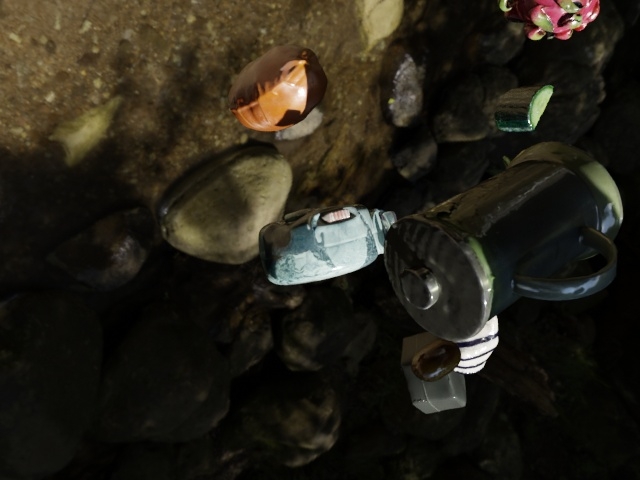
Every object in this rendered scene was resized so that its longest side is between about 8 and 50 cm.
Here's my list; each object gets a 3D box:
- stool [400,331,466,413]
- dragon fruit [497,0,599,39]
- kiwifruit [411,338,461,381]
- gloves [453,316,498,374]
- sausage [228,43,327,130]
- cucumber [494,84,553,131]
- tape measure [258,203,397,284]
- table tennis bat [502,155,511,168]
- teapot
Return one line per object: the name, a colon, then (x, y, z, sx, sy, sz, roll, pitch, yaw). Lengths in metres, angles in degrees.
stool: (0.327, 0.379, 1.558, 0.141, 0.232, 0.232, -19, 164, 22)
dragon fruit: (0.552, -0.610, 1.320, 0.219, 0.272, 0.198, -63, 171, 19)
kiwifruit: (0.248, 0.254, 1.145, 0.124, 0.075, 0.075, -17, 136, -33)
gloves: (0.377, 0.221, 1.330, 0.131, 0.139, 0.219, -89, 180, -54)
sausage: (-0.079, -0.250, 0.914, 0.133, 0.258, 0.133, -3, 97, -27)
cucumber: (0.486, -0.326, 1.296, 0.062, 0.115, 0.117, 25, 90, -29)
tape measure: (0.000, 0.000, 1.167, 0.275, 0.256, 0.147, -15, 93, -46)
table tennis bat: (0.461, -0.095, 1.180, 0.039, 0.257, 0.160, -31, 121, 19)
teapot: (0.271, 0.011, 0.764, 0.336, 0.270, 0.201, -26, 124, -29)
